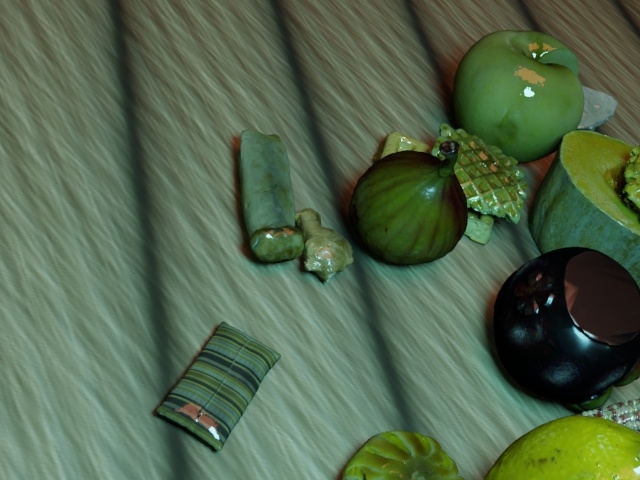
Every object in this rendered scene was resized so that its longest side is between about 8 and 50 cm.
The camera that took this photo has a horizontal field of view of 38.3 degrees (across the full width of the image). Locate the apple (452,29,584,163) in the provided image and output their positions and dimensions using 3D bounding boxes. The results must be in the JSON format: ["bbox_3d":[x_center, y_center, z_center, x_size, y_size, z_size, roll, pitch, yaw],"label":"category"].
[{"bbox_3d":[0.421,-0.304,1.969,0.292,0.254,0.292,13,42,-12],"label":"apple"}]

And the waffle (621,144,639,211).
[{"bbox_3d":[0.709,-0.070,1.771,0.302,0.068,0.325,41,38,9],"label":"waffle"}]

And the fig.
[{"bbox_3d":[0.182,-0.079,1.606,0.217,0.321,0.217,5,70,-14],"label":"fig"}]

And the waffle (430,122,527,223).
[{"bbox_3d":[0.312,-0.134,1.820,0.214,0.054,0.208,23,41,-10],"label":"waffle"}]

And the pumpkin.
[{"bbox_3d":[0.574,-0.047,1.859,0.332,0.199,0.332,19,43,-18],"label":"pumpkin"}]

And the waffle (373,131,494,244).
[{"bbox_3d":[0.232,-0.112,1.845,0.274,0.057,0.168,25,44,-1],"label":"waffle"}]

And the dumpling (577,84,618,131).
[{"bbox_3d":[0.600,-0.295,2.154,0.176,0.092,0.150,13,43,-11],"label":"dumpling"}]

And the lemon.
[{"bbox_3d":[0.360,0.376,1.279,0.258,0.310,0.258,27,39,-24],"label":"lemon"}]

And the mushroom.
[{"bbox_3d":[-0.095,-0.080,1.658,0.100,0.081,0.312,12,41,-23],"label":"mushroom"}]

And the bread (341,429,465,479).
[{"bbox_3d":[0.124,0.369,1.320,0.213,0.105,0.213,15,45,-15],"label":"bread"}]

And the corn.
[{"bbox_3d":[0.480,0.299,1.494,0.237,0.079,0.079,-19,51,7],"label":"corn"}]

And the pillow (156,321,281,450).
[{"bbox_3d":[-0.149,0.213,1.386,0.113,0.038,0.203,30,45,4],"label":"pillow"}]

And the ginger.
[{"bbox_3d":[0.008,0.001,1.635,0.096,0.067,0.165,6,43,-19],"label":"ginger"}]

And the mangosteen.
[{"bbox_3d":[0.444,0.151,1.571,0.287,0.233,0.287,11,52,-14],"label":"mangosteen"}]
